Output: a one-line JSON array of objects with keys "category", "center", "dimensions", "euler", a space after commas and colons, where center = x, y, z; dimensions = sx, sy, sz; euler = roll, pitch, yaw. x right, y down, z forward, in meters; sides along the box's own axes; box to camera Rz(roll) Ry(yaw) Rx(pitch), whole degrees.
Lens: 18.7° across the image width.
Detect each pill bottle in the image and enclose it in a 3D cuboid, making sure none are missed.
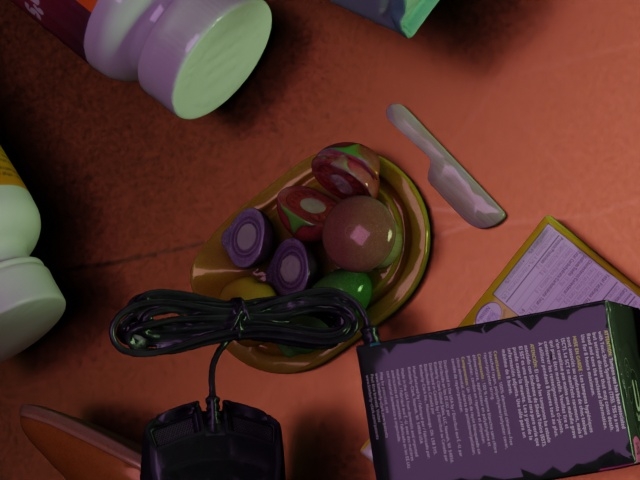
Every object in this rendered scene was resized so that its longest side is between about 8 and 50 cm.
[{"category": "pill bottle", "center": [-0.147, -0.188, 1.367], "dimensions": [0.221, 0.121, 0.121], "euler": [39, 99, 20]}, {"category": "pill bottle", "center": [-0.287, -0.030, 1.395], "dimensions": [0.136, 0.136, 0.246], "euler": [-37, 73, 14]}]

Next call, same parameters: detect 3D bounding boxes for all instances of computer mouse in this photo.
[{"category": "computer mouse", "center": [-0.033, 0.156, 1.256], "dimensions": [0.184, 0.060, 0.262], "euler": [-7, 78, -11]}]

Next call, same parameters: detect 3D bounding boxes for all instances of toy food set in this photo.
[{"category": "toy food set", "center": [0.000, 0.000, 1.319], "dimensions": [0.218, 0.071, 0.128], "euler": [-38, 73, 13]}]

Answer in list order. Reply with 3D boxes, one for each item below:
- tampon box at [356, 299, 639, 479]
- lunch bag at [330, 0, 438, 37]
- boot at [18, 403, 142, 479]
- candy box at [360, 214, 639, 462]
[{"category": "tampon box", "center": [0.121, 0.102, 1.208], "dimensions": [0.161, 0.120, 0.101], "euler": [-11, 83, 18]}, {"category": "lunch bag", "center": [0.039, -0.295, 1.285], "dimensions": [0.223, 0.160, 0.262], "euler": [27, 62, 21]}, {"category": "boot", "center": [-0.123, 0.258, 1.319], "dimensions": [0.295, 0.104, 0.211], "euler": [27, 89, 15]}, {"category": "candy box", "center": [0.128, 0.095, 1.285], "dimensions": [0.105, 0.027, 0.206], "euler": [41, 100, 16]}]
